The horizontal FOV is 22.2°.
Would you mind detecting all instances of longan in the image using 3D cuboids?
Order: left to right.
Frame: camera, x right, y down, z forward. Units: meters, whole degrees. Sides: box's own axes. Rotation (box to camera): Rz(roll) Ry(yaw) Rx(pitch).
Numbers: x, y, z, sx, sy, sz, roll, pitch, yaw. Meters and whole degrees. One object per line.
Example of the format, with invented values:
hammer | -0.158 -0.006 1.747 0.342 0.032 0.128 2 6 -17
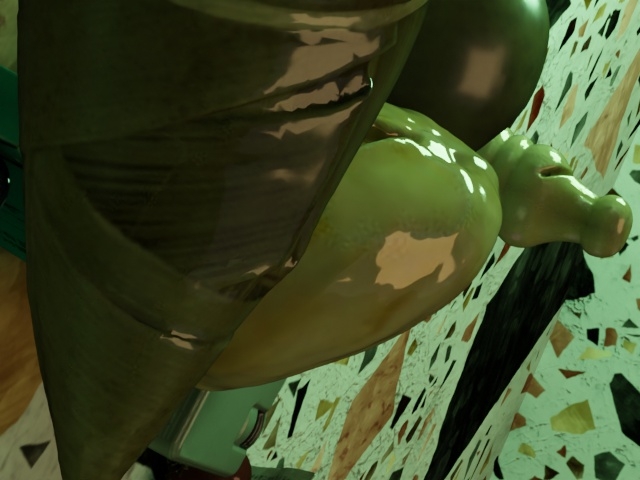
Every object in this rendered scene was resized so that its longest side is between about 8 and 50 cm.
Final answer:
longan | 0.084 -0.176 1.454 0.248 0.248 0.248 -52 157 -32

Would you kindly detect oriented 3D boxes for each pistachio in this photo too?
pistachio | 0.000 0.000 1.310 0.309 0.230 0.230 -27 154 -5

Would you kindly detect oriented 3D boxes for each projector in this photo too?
projector | -0.086 0.079 1.500 0.257 0.099 0.192 -63 160 -6

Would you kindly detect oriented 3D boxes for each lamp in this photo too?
lamp | -0.115 0.244 1.643 0.101 0.090 0.101 -42 -166 13

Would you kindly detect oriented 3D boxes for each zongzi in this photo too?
zongzi | -0.086 -0.171 0.891 0.467 0.218 0.500 -63 -161 21

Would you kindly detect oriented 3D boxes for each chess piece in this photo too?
chess piece | 0.173 -0.059 1.672 0.124 0.307 0.139 -5 118 -67

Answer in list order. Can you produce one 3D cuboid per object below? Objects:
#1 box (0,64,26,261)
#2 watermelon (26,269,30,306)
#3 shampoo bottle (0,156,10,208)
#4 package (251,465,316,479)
box | -0.194 -0.048 0.956 0.042 0.161 0.226 -55 159 -18
watermelon | -0.086 -0.068 1.153 0.305 0.180 0.224 -50 -175 15
shampoo bottle | -0.247 0.020 0.903 0.233 0.049 0.087 -35 -165 47
package | -0.118 0.321 1.696 0.204 0.062 0.251 -53 -172 -25
